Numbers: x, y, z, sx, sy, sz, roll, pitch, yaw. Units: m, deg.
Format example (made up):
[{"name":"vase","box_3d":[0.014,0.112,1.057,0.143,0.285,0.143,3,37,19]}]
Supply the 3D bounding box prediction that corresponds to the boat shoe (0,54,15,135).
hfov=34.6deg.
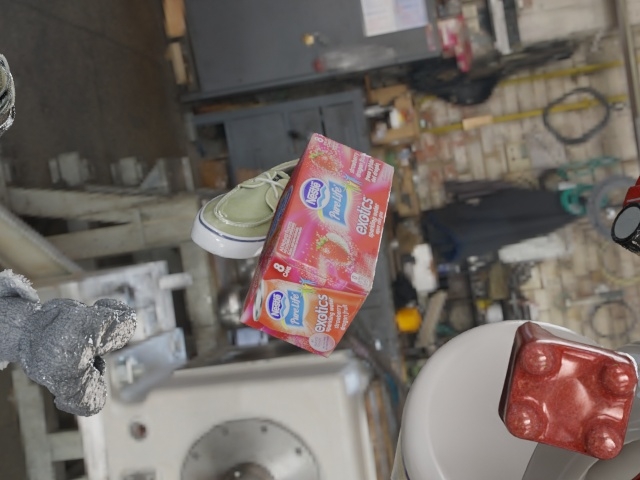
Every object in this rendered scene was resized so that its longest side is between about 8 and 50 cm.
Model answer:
[{"name":"boat shoe","box_3d":[-0.332,-0.138,0.948,0.302,0.091,0.114,-72,146,-83]}]

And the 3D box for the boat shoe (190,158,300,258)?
[{"name":"boat shoe","box_3d":[-0.078,-0.060,1.478,0.302,0.109,0.094,-31,151,-57]}]

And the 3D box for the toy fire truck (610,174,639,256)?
[{"name":"toy fire truck","box_3d":[0.459,-0.096,1.191,0.217,0.159,0.246,-13,-128,64]}]

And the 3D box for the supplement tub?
[{"name":"supplement tub","box_3d":[0.195,0.253,1.072,0.331,0.241,0.241,89,0,-60]}]

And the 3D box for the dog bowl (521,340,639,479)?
[{"name":"dog bowl","box_3d":[0.266,0.238,0.817,0.349,0.102,0.348,-15,111,-43]}]

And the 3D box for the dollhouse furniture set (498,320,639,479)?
[{"name":"dollhouse furniture set","box_3d":[0.076,0.191,0.613,0.201,0.374,0.152,48,9,7]}]

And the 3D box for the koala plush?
[{"name":"koala plush","box_3d":[-0.437,0.148,1.599,0.203,0.221,0.196,54,57,-74]}]

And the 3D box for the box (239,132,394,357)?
[{"name":"box","box_3d":[0.000,0.000,1.270,0.256,0.123,0.128,-75,-169,-50]}]
